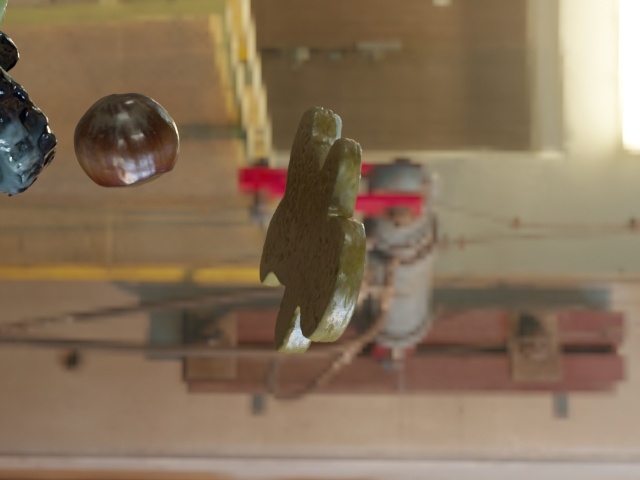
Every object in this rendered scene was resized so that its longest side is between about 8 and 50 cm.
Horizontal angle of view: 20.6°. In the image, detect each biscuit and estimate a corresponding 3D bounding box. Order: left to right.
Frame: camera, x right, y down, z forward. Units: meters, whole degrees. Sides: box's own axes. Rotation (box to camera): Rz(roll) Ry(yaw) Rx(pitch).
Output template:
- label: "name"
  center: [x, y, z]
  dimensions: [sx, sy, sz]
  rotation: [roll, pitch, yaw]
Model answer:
- label: "biscuit"
  center: [0.002, 0.000, 1.220]
  dimensions: [0.240, 0.035, 0.158]
  rotation: [-113, -144, -67]

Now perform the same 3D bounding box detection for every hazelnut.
- label: "hazelnut"
  center: [-0.163, -0.083, 1.461]
  dimensions: [0.086, 0.086, 0.086]
  rotation: [0, 90, -88]

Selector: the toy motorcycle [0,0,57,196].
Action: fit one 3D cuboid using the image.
- label: "toy motorcycle"
  center: [-0.309, -0.175, 0.923]
  dimensions: [0.169, 0.410, 0.237]
  rotation: [-56, 178, -27]
